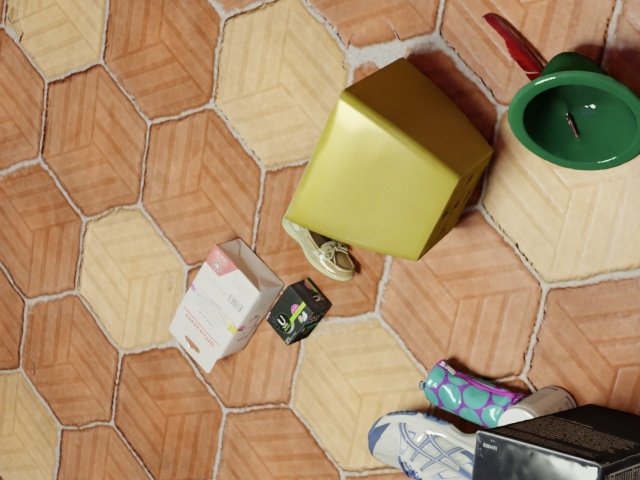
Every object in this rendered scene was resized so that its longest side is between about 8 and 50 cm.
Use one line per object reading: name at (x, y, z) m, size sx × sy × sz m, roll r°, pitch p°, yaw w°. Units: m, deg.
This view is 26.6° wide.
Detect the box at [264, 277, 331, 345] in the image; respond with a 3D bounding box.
box at (-0.035, 0.111, 2.106) m, size 0.062 × 0.052 × 0.083 m, roll 48°, pitch 128°, yaw 18°

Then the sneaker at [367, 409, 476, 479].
sneaker at (0.172, 0.331, 1.927) m, size 0.296 × 0.131 × 0.112 m, roll 5°, pitch 145°, yaw 42°

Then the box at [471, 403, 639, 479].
box at (0.325, 0.381, 1.706) m, size 0.183 × 0.294 × 0.296 m, roll 12°, pitch 98°, yaw 38°

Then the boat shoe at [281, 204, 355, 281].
boat shoe at (0.001, -0.001, 2.047) m, size 0.153 × 0.056 × 0.048 m, roll 50°, pitch 132°, yaw 26°

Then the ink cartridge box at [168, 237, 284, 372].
ink cartridge box at (-0.156, 0.108, 2.193) m, size 0.115 × 0.067 × 0.198 m, roll 47°, pitch 124°, yaw 20°

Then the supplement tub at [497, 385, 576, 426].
supplement tub at (0.296, 0.245, 1.841) m, size 0.071 × 0.107 × 0.071 m, roll 12°, pitch 109°, yaw 37°

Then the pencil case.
pencil case at (0.220, 0.222, 1.924) m, size 0.152 × 0.064 × 0.070 m, roll 21°, pitch 128°, yaw 33°

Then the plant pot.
plant pot at (0.109, -0.095, 1.850) m, size 0.187 × 0.212 × 0.212 m, roll 33°, pitch 121°, yaw 12°

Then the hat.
hat at (0.331, -0.219, 1.744) m, size 0.208 × 0.183 × 0.173 m, roll 31°, pitch 139°, yaw -20°
